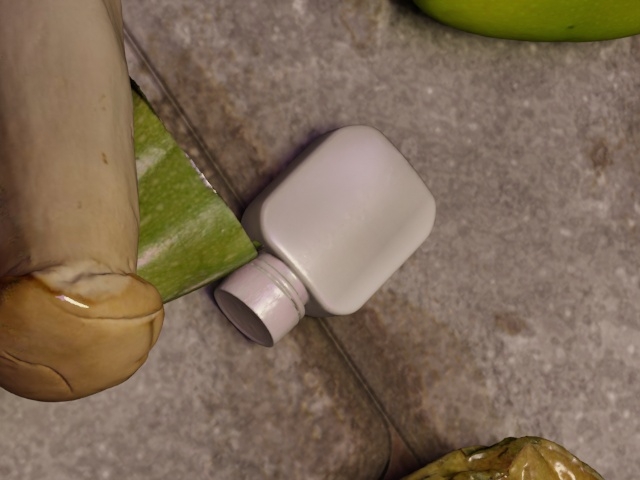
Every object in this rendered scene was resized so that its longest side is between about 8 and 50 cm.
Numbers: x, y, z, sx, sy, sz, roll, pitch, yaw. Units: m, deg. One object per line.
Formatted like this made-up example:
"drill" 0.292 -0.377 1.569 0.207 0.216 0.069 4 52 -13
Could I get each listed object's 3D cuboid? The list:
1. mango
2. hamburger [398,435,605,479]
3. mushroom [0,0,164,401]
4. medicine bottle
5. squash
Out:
"mango" 0.214 -0.262 1.427 0.343 0.156 0.192 -1 96 -28
"hamburger" 0.119 0.301 1.351 0.285 0.134 0.265 -23 93 -31
"mushroom" -0.197 -0.071 1.144 0.154 0.407 0.137 -20 140 10
"medicine bottle" 0.000 0.000 1.354 0.183 0.069 0.119 -46 105 -22
"squash" -0.131 -0.023 1.255 0.123 0.170 0.170 -42 103 -7
